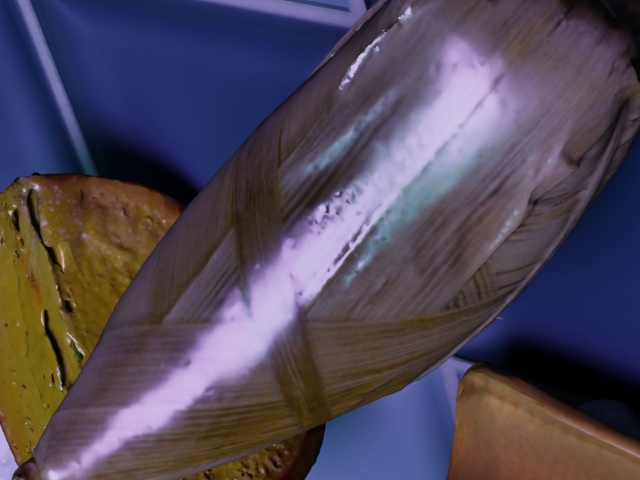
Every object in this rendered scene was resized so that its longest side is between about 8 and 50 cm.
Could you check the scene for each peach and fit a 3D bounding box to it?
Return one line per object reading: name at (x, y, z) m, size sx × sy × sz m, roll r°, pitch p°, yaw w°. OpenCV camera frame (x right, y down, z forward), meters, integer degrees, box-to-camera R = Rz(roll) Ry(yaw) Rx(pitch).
peach at (-0.079, 0.052, 0.741) m, size 0.172 × 0.127 × 0.092 m, roll 49°, pitch 148°, yaw -5°

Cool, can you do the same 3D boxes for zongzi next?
zongzi at (0.000, 0.000, 0.547) m, size 0.099 × 0.197 × 0.194 m, roll 49°, pitch 144°, yaw 13°

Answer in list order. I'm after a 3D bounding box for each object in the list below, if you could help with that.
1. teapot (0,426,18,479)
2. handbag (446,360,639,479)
teapot at (-0.146, 0.095, 0.857) m, size 0.159 × 0.159 × 0.232 m, roll -11°, pitch 107°, yaw 49°
handbag at (0.203, 0.210, 0.664) m, size 0.401 × 0.133 × 0.283 m, roll 19°, pitch 146°, yaw 27°
